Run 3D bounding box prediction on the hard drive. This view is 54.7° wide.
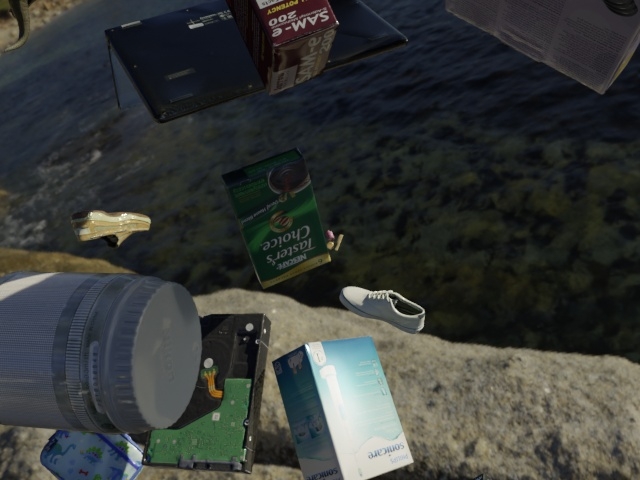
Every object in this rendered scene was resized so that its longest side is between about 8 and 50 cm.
[{"bbox_3d":[-0.243,0.328,1.358,0.237,0.064,0.339,-4,60,15],"label":"hard drive"}]

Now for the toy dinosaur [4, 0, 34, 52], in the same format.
[{"bbox_3d":[-0.497,-0.473,1.048,0.160,0.121,0.313,-23,42,61],"label":"toy dinosaur"}]

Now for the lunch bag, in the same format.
[{"bbox_3d":[-0.543,0.520,1.490,0.176,0.219,0.090,-47,-2,-27],"label":"lunch bag"}]

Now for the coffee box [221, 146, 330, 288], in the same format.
[{"bbox_3d":[-0.056,-0.027,0.852,0.113,0.184,0.040,-21,40,-11],"label":"coffee box"}]

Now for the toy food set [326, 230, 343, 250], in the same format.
[{"bbox_3d":[0.000,0.000,1.776,0.122,0.019,0.078,12,58,18],"label":"toy food set"}]

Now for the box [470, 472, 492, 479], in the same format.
[{"bbox_3d":[0.227,0.501,1.039,0.180,0.077,0.147,-41,4,25],"label":"box"}]

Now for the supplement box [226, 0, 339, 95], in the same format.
[{"bbox_3d":[-0.068,-0.288,0.636,0.073,0.239,0.130,-23,-3,-9],"label":"supplement box"}]

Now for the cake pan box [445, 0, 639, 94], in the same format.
[{"bbox_3d":[0.268,-0.317,0.734,0.267,0.246,0.070,36,79,19],"label":"cake pan box"}]

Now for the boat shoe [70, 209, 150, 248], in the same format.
[{"bbox_3d":[-0.420,-0.018,1.252,0.068,0.072,0.190,-14,-7,31],"label":"boat shoe"}]

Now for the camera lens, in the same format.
[{"bbox_3d":[-0.334,0.154,0.868,0.274,0.219,0.219,0,37,15],"label":"camera lens"}]

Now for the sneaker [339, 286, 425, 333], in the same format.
[{"bbox_3d":[0.183,0.180,1.794,0.258,0.091,0.094,19,41,8],"label":"sneaker"}]

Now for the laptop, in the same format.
[{"bbox_3d":[-0.129,-0.272,1.034,0.382,0.236,0.408,-23,50,-17],"label":"laptop"}]

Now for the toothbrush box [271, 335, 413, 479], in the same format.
[{"bbox_3d":[0.047,0.372,1.345,0.126,0.216,0.295,-36,64,39],"label":"toothbrush box"}]
